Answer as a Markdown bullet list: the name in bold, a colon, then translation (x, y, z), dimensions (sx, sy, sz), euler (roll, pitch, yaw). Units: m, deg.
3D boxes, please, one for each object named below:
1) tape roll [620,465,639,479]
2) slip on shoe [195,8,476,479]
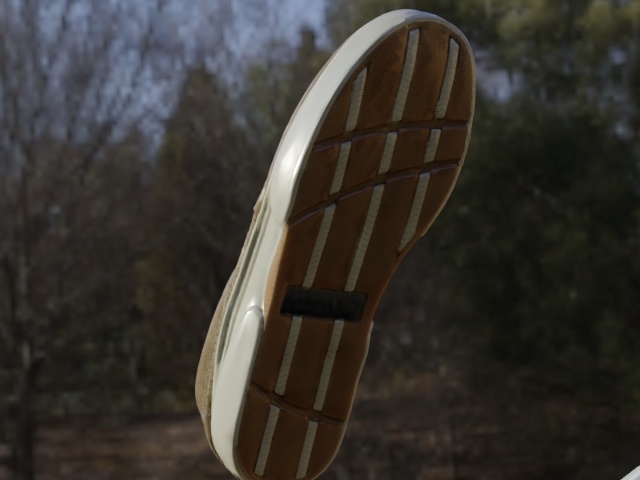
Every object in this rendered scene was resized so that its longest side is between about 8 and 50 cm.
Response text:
- **tape roll**: translation (0.297, 0.286, 0.966), dimensions (0.391, 0.392, 0.072), euler (-4, -14, -2)
- **slip on shoe**: translation (0.000, 0.000, 0.463), dimensions (0.051, 0.135, 0.041), euler (9, 15, -30)
